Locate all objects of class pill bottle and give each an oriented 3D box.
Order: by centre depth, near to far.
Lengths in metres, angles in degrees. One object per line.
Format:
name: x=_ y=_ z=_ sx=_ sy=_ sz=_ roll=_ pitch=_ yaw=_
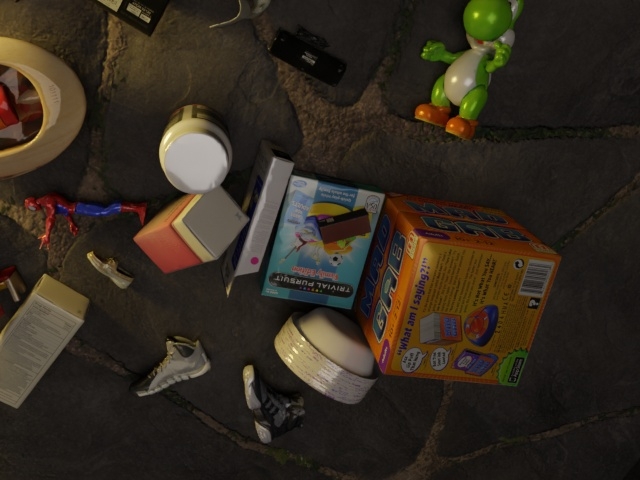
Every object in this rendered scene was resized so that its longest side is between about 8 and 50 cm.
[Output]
pill bottle: x=-0.282 y=-0.207 z=1.509 sx=0.161 sy=0.283 sz=0.161 roll=-3 pitch=112 yaw=-8

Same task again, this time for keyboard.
keyboard: x=-0.022 y=-0.455 z=1.604 sx=0.192 sy=0.038 sz=0.100 roll=24 pitch=128 yaw=-19

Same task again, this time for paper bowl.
paper bowl: x=0.032 y=0.286 z=1.756 sx=0.284 sy=0.284 sz=0.148 roll=32 pitch=101 yaw=-20

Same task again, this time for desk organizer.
desk organizer: x=0.060 y=-0.035 z=1.680 sx=0.130 sy=0.047 sz=0.050 roll=-15 pitch=115 yaw=-5

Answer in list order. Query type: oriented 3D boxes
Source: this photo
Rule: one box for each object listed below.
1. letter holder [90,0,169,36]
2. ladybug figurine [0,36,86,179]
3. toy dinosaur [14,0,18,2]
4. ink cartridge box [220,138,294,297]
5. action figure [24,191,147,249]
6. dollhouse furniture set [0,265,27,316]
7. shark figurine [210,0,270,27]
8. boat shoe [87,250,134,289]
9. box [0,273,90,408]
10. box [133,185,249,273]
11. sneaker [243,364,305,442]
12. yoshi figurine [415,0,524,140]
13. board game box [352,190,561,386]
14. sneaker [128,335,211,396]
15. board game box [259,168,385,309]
letter holder: x=-0.439 y=-0.621 z=1.410 sx=0.301 sy=0.214 sz=0.152 roll=29 pitch=135 yaw=-20
ladybug figurine: x=-0.739 y=-0.289 z=1.462 sx=0.449 sy=0.162 sz=0.305 roll=-13 pitch=113 yaw=-6
toy dinosaur: x=-0.715 y=-0.545 z=1.424 sx=0.268 sy=0.064 sz=0.118 roll=-39 pitch=98 yaw=7
ink cartridge box: x=-0.163 y=-0.053 z=1.647 sx=0.069 sy=0.176 sz=0.371 roll=16 pitch=107 yaw=-20
action figure: x=-0.576 y=-0.043 z=1.623 sx=0.280 sy=0.091 sz=0.139 roll=9 pitch=100 yaw=-13
dollhouse furniture set: x=-0.930 y=0.159 z=1.581 sx=0.374 sy=0.201 sz=0.152 roll=-21 pitch=113 yaw=-1
shark figurine: x=-0.159 y=-0.558 z=1.481 sx=0.116 sy=0.278 sz=0.166 roll=-10 pitch=153 yaw=34
boat shoe: x=-0.536 y=0.068 z=1.701 sx=0.045 sy=0.050 sz=0.135 roll=-41 pitch=122 yaw=3
box: x=-0.739 y=0.256 z=1.695 sx=0.148 sy=0.121 sz=0.311 roll=37 pitch=101 yaw=-21
box: x=-0.311 y=-0.027 z=1.586 sx=0.232 sy=0.149 sz=0.127 roll=-16 pitch=121 yaw=46
sneaker: x=-0.128 y=0.451 z=1.896 sx=0.153 sy=0.101 sz=0.269 roll=-15 pitch=119 yaw=-5
yoshi figurine: x=0.358 y=-0.437 z=1.588 sx=0.203 sy=0.203 sz=0.362 roll=22 pitch=103 yaw=-10
board game box: x=0.322 y=0.114 z=1.702 sx=0.356 sy=0.356 sz=0.357 roll=8 pitch=110 yaw=-13
sneaker: x=-0.424 y=0.328 z=1.809 sx=0.228 sy=0.086 sz=0.132 roll=-19 pitch=109 yaw=-13
board game box: x=0.000 y=0.000 z=1.751 sx=0.253 sy=0.079 sz=0.336 roll=10 pitch=109 yaw=-14
